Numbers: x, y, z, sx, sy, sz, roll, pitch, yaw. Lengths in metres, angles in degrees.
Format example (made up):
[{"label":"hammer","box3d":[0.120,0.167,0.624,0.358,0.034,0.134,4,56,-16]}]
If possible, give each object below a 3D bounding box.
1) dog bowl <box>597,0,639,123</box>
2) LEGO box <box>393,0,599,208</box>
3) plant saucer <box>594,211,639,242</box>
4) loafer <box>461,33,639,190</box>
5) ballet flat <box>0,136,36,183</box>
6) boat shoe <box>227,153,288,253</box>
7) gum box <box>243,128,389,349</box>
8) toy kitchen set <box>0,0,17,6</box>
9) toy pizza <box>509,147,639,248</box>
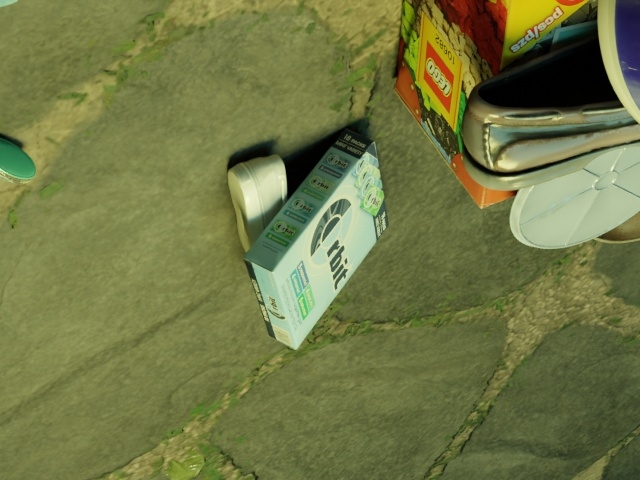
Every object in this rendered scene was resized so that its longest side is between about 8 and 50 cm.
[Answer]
[{"label":"dog bowl","box3d":[0.361,-0.190,1.269,0.265,0.104,0.264,-7,108,-21]},{"label":"LEGO box","box3d":[0.335,-0.291,1.482,0.500,0.193,0.372,-21,145,-16]},{"label":"plant saucer","box3d":[0.431,-0.121,1.913,0.311,0.050,0.310,-22,146,-16]},{"label":"loafer","box3d":[0.260,-0.138,1.352,0.303,0.109,0.095,-24,140,-8]},{"label":"ballet flat","box3d":[-0.302,-0.076,1.391,0.041,0.041,0.114,-42,145,15]},{"label":"boat shoe","box3d":[-0.052,-0.021,1.644,0.063,0.066,0.184,-23,136,-12]},{"label":"gum box","box3d":[0.000,0.000,1.651,0.184,0.041,0.157,-53,154,-24]},{"label":"toy kitchen set","box3d":[-0.222,-0.230,1.110,0.207,0.122,0.166,-23,152,27]},{"label":"toy pizza","box3d":[0.265,-0.067,1.509,0.201,0.032,0.201,-22,148,-15]}]
